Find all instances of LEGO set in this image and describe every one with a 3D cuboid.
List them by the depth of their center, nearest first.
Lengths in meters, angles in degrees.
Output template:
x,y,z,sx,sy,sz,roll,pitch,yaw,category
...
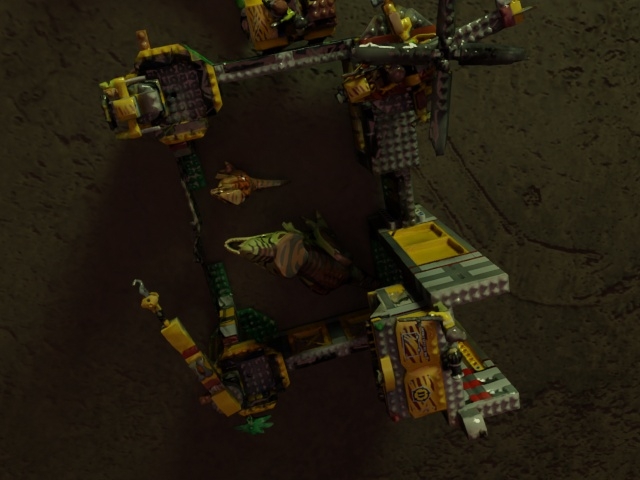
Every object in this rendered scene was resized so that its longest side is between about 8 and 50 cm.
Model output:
x,y,z,sx,sy,sz,roll,pitch,yaw,category
0.000,0.000,0.368,0.254,0.192,0.332,-6,109,-8,LEGO set

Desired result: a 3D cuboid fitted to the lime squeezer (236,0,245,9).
x,y,z,sx,sy,sz,roll,pitch,yaw,category
-0.100,-0.312,0.350,0.109,0.059,0.311,-5,105,-7,lime squeezer
